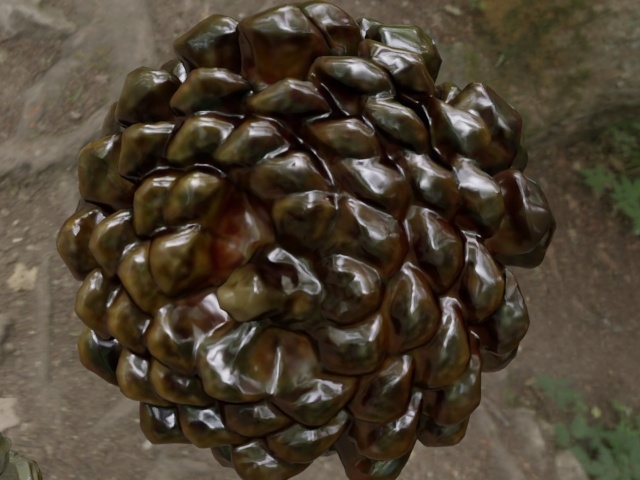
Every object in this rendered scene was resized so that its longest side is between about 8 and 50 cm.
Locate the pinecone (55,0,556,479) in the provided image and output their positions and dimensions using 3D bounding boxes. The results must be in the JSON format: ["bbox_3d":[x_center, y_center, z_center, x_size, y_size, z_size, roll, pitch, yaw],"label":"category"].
[{"bbox_3d":[0.000,0.000,0.714,0.397,0.397,0.398,7,78,-33],"label":"pinecone"}]

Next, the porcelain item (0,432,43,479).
[{"bbox_3d":[-0.164,0.136,0.411,0.054,0.213,0.084,-14,50,-16],"label":"porcelain item"}]
